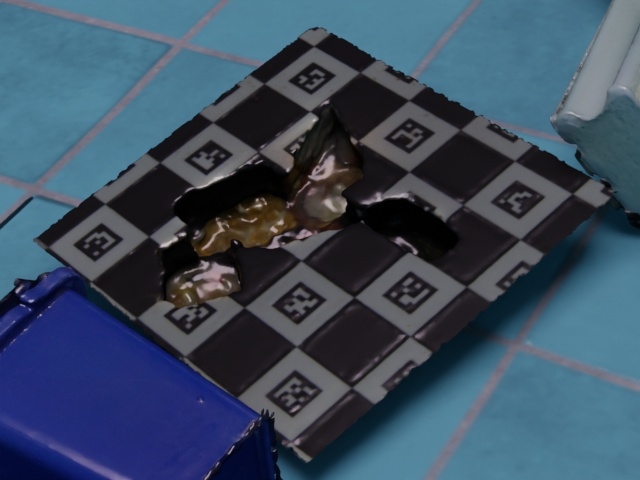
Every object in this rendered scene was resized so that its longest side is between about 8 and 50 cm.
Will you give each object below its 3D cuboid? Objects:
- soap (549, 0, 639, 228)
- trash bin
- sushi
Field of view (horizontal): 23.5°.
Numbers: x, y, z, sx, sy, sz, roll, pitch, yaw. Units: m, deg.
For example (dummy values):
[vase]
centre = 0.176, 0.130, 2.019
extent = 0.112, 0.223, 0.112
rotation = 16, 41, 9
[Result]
[soap]
centre = 0.306, -0.140, 1.311
extent = 0.094, 0.150, 0.261
rotation = -21, 29, 44
[trash bin]
centre = -0.161, 0.150, 1.090
extent = 0.234, 0.162, 0.184
rotation = 25, 52, 26
[sushi]
centre = 0.000, 0.000, 1.290
extent = 0.343, 0.064, 0.359
rotation = -40, 51, -22
